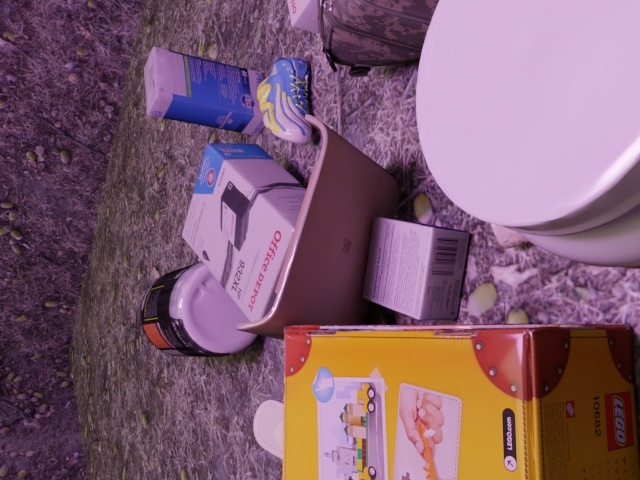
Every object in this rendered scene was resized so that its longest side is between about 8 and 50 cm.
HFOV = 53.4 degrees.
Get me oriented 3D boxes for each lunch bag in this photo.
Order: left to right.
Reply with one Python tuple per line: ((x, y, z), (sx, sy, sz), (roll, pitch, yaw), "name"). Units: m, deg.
((0.101, -0.406, 0.905), (0.256, 0.212, 0.305), (-175, 91, -76), "lunch bag")

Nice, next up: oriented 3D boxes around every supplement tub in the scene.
((-0.281, 0.159, 1.441), (0.338, 0.207, 0.207), (-15, 73, 57), "supplement tub")
((0.260, -0.096, 0.455), (0.241, 0.331, 0.241), (-12, 75, 58), "supplement tub")

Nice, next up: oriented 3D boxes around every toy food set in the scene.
((0.000, 0.000, 0.920), (0.092, 0.219, 0.306), (11, 81, 35), "toy food set")

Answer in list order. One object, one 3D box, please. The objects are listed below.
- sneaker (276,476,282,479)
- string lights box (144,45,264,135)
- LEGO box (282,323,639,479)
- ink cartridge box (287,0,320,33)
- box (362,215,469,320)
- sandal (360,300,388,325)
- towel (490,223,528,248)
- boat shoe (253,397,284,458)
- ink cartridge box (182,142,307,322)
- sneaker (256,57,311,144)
((-0.011, 0.551, 1.033), (0.180, 0.124, 0.321), (120, 138, -51), "sneaker")
((-0.247, -0.325, 1.402), (0.077, 0.259, 0.133), (-41, 51, 48), "string lights box")
((0.134, 0.343, 0.701), (0.372, 0.193, 0.501), (-9, 78, 51), "LEGO box")
((0.021, -0.501, 1.145), (0.212, 0.093, 0.154), (-39, 54, 53), "ink cartridge box")
((0.132, 0.037, 0.902), (0.137, 0.072, 0.126), (16, 100, 58), "box")
((0.077, 0.095, 1.005), (0.072, 0.049, 0.180), (-24, 62, 25), "sandal")
((0.260, -0.148, 0.738), (0.187, 0.049, 0.282), (-28, 63, 55), "towel")
((0.025, 0.342, 1.008), (0.305, 0.091, 0.109), (22, 91, 39), "boat shoe")
((-0.119, -0.016, 1.209), (0.307, 0.129, 0.223), (44, 124, 36), "ink cartridge box")
((-0.064, -0.289, 1.257), (0.126, 0.091, 0.240), (-66, 35, 28), "sneaker")
